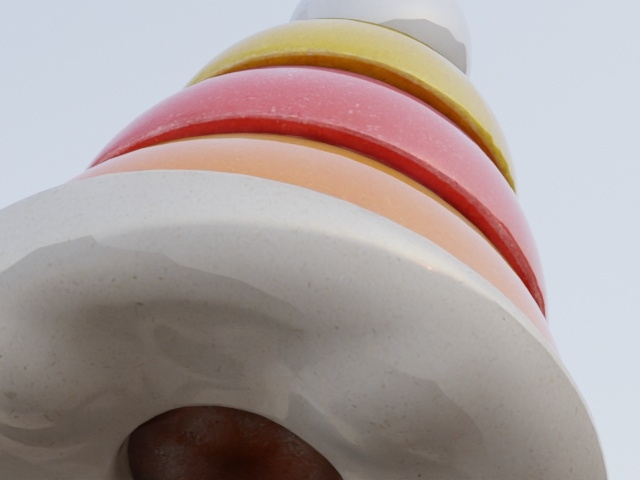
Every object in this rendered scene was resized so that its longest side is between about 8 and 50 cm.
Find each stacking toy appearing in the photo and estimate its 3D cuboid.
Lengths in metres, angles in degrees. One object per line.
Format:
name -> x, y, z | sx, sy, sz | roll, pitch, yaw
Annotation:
stacking toy -> 0.000, 0.000, 1.078 | 0.351, 0.480, 0.350 | 7, -53, 9
